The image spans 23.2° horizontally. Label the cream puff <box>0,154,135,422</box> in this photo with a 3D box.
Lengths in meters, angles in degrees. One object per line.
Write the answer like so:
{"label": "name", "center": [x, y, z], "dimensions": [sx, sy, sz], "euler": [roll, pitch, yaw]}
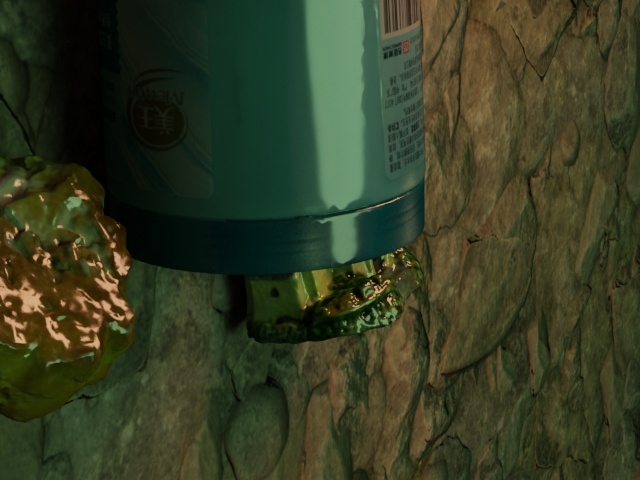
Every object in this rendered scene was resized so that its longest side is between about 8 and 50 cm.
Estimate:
{"label": "cream puff", "center": [-0.300, 0.042, 1.398], "dimensions": [0.282, 0.185, 0.281], "euler": [22, 49, -28]}

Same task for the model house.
{"label": "model house", "center": [0.000, 0.000, 1.892], "dimensions": [0.214, 0.195, 0.189], "euler": [-43, 125, -51]}

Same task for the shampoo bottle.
{"label": "shampoo bottle", "center": [-0.058, -0.175, 1.582], "dimensions": [0.331, 0.331, 0.342], "euler": [-27, 120, -56]}
